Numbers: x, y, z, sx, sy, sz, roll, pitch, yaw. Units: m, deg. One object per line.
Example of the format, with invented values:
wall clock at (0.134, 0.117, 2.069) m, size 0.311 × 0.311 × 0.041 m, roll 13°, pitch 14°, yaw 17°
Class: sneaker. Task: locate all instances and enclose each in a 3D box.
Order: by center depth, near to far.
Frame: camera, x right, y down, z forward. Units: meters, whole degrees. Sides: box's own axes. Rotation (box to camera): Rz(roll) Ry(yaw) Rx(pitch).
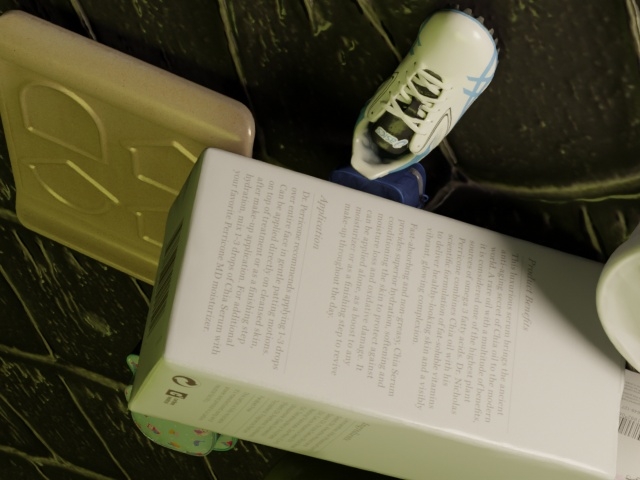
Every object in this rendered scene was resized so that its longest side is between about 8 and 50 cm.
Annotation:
sneaker at (0.094, -0.129, 1.332) m, size 0.085 × 0.086 × 0.237 m, roll 33°, pitch 147°, yaw -1°

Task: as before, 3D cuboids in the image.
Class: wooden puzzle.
wooden puzzle at (-0.216, -0.093, 1.659) m, size 0.322 × 0.080 × 0.348 m, roll 23°, pitch 143°, yaw 11°

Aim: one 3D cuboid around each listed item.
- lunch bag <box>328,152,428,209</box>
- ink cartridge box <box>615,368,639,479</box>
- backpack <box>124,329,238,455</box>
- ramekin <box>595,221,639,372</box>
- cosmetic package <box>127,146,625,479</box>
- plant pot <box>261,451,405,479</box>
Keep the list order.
lunch bag at (0.064, -0.053, 1.485) m, size 0.098 × 0.065 × 0.067 m, roll 19°, pitch 131°, yaw 20°
ink cartridge box at (0.272, 0.267, 1.604) m, size 0.171 × 0.233 × 0.168 m, roll 20°, pitch 147°, yaw 18°
backpack at (-0.177, 0.215, 1.997) m, size 0.165 × 0.144 × 0.188 m, roll 12°, pitch 148°, yaw 18°
ramekin at (0.394, 0.044, 1.286) m, size 0.272 × 0.127 × 0.273 m, roll 21°, pitch 148°, yaw 14°
cosmetic package at (0.062, 0.096, 1.419) m, size 0.453 × 0.230 × 0.161 m, roll 16°, pitch 152°, yaw -13°
plant pot at (0.081, 0.449, 1.962) m, size 0.353 × 0.366 × 0.366 m, roll 27°, pitch 151°, yaw 30°
